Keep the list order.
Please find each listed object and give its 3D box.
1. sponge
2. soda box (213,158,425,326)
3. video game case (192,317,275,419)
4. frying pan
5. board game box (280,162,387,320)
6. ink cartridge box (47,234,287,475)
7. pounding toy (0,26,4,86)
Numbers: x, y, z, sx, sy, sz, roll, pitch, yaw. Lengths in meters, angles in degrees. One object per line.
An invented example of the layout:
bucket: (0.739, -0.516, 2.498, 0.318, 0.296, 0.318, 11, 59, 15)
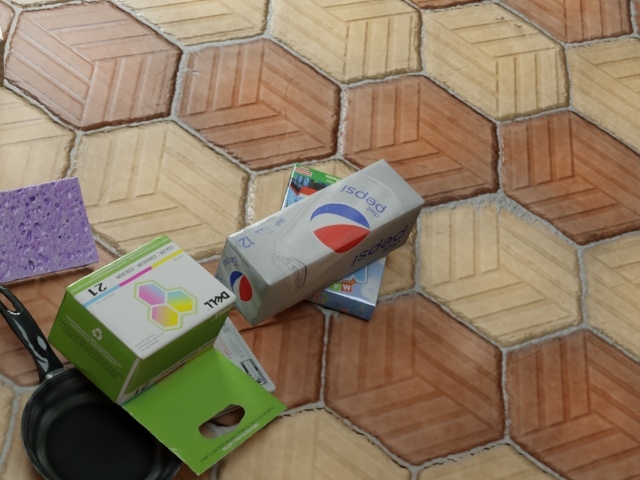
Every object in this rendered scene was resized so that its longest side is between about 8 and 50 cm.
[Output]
sponge: (-0.393, -0.006, 1.993, 0.210, 0.031, 0.117, -13, 90, -28)
soda box: (0.000, 0.000, 2.065, 0.286, 0.098, 0.091, -27, 64, -35)
video game case: (-0.156, 0.155, 1.984, 0.143, 0.019, 0.157, -20, 60, -31)
frying pan: (-0.313, 0.201, 1.866, 0.326, 0.053, 0.197, 30, 46, 9)
board game box: (0.015, -0.001, 2.162, 0.160, 0.039, 0.211, 18, 48, -4)
ink cartridge box: (-0.170, 0.133, 1.898, 0.255, 0.097, 0.189, 39, 39, 16)
pounding toy: (-0.548, -0.298, 2.193, 0.181, 0.094, 0.206, -6, 44, -17)
